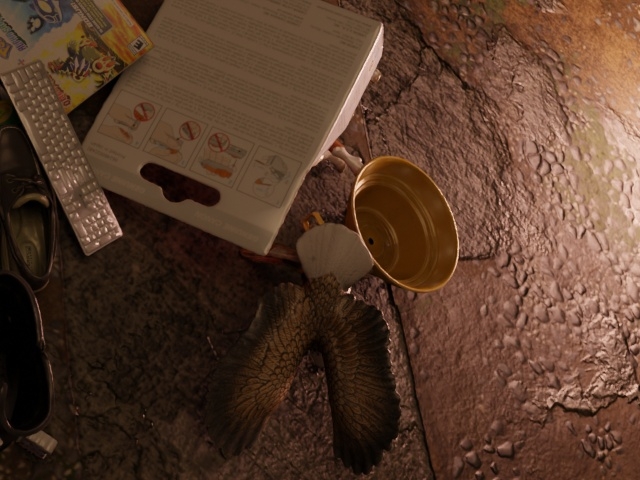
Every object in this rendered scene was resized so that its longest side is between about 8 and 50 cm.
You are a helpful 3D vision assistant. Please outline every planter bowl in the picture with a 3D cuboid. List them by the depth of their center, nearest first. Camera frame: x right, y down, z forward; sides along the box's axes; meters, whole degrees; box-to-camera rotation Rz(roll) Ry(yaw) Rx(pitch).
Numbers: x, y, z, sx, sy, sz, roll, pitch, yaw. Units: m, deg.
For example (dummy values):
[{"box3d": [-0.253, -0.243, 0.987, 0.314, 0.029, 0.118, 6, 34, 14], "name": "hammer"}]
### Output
[{"box3d": [0.101, -0.011, 1.637, 0.217, 0.090, 0.217, 20, 58, -34], "name": "planter bowl"}]

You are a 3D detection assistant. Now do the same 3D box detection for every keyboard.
[{"box3d": [-0.336, -0.107, 1.417, 0.072, 0.014, 0.256, -40, 111, -53], "name": "keyboard"}]

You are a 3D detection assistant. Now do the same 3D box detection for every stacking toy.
[{"box3d": [-0.307, 0.345, 1.274, 0.221, 0.052, 0.167, 38, 57, -14], "name": "stacking toy"}]

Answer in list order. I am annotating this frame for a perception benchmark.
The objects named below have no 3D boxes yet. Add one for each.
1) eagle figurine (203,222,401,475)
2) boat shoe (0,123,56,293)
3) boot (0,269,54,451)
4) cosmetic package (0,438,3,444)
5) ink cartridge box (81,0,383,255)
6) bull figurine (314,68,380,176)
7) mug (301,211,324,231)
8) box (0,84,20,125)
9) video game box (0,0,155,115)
[{"box3d": [-0.008, 0.144, 1.457, 0.225, 0.226, 0.298, 39, 47, -36], "name": "eagle figurine"}, {"box3d": [-0.371, -0.046, 1.373, 0.080, 0.073, 0.223, -4, 79, -38], "name": "boat shoe"}, {"box3d": [-0.383, 0.070, 1.235, 0.118, 0.223, 0.338, -17, 79, -34], "name": "boot"}, {"box3d": [-0.522, 0.133, 1.021, 0.284, 0.097, 0.377, -43, 109, -42], "name": "cosmetic package"}, {"box3d": [-0.125, -0.188, 1.532, 0.308, 0.091, 0.385, 23, 73, 10], "name": "ink cartridge box"}, {"box3d": [-0.022, -0.188, 1.644, 0.188, 0.101, 0.310, 26, 62, -26], "name": "bull figurine"}, {"box3d": [0.000, 0.004, 1.594, 0.078, 0.064, 0.062, 39, 56, -11], "name": "mug"}, {"box3d": [-0.480, -0.201, 1.408, 0.105, 0.043, 0.179, -37, 89, -37], "name": "box"}, {"box3d": [-0.356, -0.283, 1.441, 0.187, 0.048, 0.205, -39, 105, -3], "name": "video game box"}]
